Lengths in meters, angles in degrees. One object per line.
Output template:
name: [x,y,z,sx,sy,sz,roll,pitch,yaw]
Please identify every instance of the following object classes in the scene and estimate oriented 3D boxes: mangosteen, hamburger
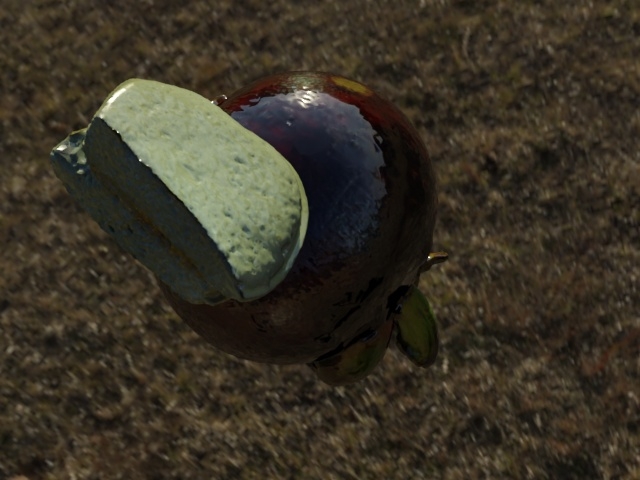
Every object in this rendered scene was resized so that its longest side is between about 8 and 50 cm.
mangosteen: [0.000,0.000,1.230,0.359,0.306,0.306,40,79,-1]
hamburger: [-0.055,-0.024,0.575,0.121,0.054,0.084,44,41,10]
